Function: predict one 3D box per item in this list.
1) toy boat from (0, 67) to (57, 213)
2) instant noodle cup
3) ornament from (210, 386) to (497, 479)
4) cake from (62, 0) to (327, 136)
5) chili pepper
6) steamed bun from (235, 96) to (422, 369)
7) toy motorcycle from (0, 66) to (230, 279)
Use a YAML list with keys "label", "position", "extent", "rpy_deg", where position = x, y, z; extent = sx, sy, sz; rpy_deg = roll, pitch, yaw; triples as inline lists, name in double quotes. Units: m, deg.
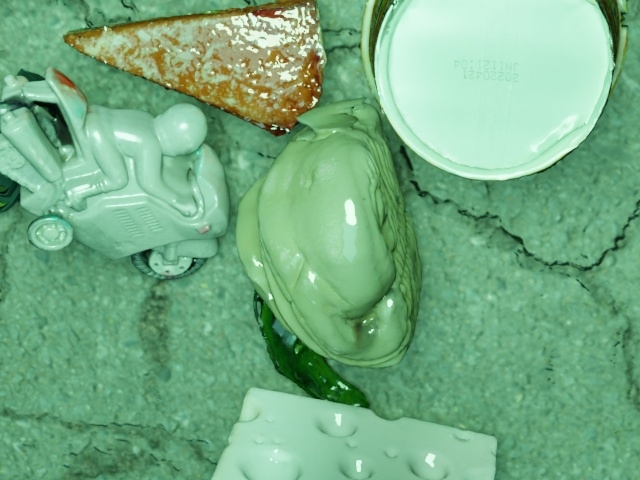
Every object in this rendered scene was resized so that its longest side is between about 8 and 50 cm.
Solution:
- label: "toy boat"
  position: [-0.277, -0.084, 1.080]
  extent: [0.055, 0.060, 0.141]
  rpy_deg: [38, 115, 21]
- label: "instant noodle cup"
  position: [0.135, -0.150, 0.934]
  extent: [0.230, 0.182, 0.230]
  rpy_deg: [3, 107, 8]
- label: "ornament"
  position: [0.013, 0.309, 1.043]
  extent: [0.239, 0.239, 0.239]
  rpy_deg: [11, 118, 6]
- label: "cake"
  position: [-0.098, -0.143, 1.019]
  extent: [0.221, 0.086, 0.116]
  rpy_deg: [-8, 103, 9]
- label: "chili pepper"
  position: [-0.016, 0.088, 1.096]
  extent: [0.073, 0.050, 0.182]
  rpy_deg: [-21, 107, -3]
- label: "steamed bun"
  position: [-0.001, -0.002, 0.972]
  extent: [0.144, 0.218, 0.211]
  rpy_deg: [-9, 121, 11]
- label: "toy motorcycle"
  position: [-0.165, -0.062, 1.017]
  extent: [0.171, 0.110, 0.260]
  rpy_deg: [-36, 130, 19]
